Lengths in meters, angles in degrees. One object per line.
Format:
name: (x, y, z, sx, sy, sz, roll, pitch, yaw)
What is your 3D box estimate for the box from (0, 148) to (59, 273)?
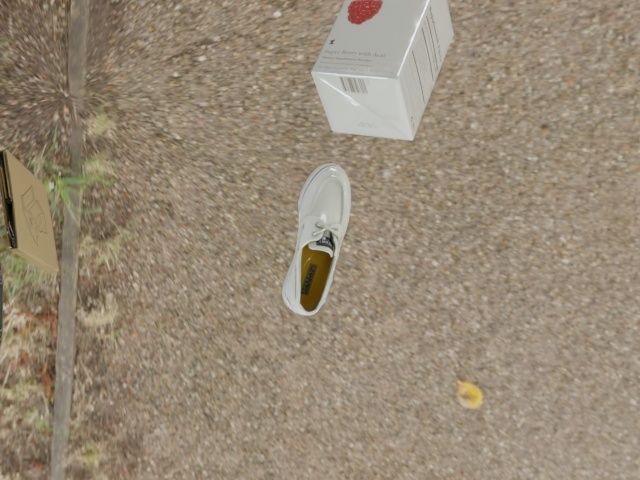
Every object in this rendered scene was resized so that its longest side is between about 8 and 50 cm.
box: (-0.482, -0.041, 1.486, 0.021, 0.201, 0.164, -12, 77, -2)

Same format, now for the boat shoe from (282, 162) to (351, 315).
boat shoe: (0.000, 0.000, 0.576, 0.035, 0.035, 0.100, 16, 92, -18)

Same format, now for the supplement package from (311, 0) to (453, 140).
supplement package: (0.128, -0.367, 1.750, 0.175, 0.177, 0.293, 66, 39, -52)

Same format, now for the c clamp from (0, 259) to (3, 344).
c clamp: (-0.479, 0.082, 1.316, 0.022, 0.137, 0.161, -1, 89, -15)
